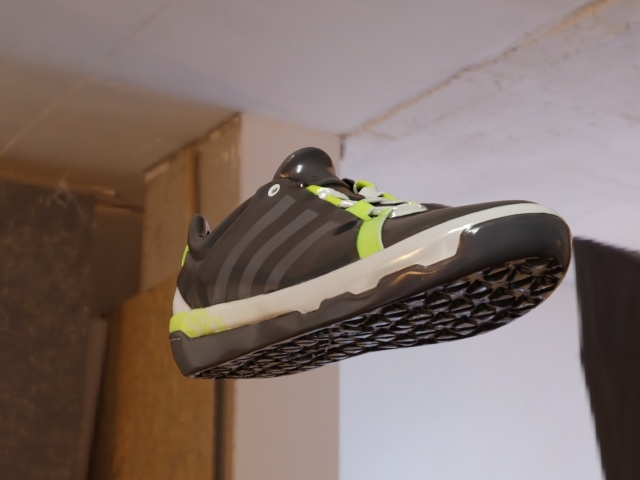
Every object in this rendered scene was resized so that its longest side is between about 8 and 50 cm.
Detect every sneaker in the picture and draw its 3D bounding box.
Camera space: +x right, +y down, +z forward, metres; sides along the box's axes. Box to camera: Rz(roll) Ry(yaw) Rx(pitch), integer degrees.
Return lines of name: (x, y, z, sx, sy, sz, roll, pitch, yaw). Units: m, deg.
sneaker: (0.000, 0.000, 0.480, 0.084, 0.097, 0.234, 9, -19, -40)
